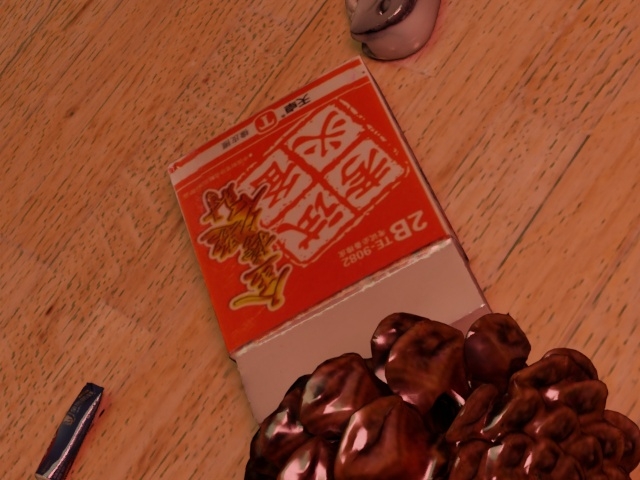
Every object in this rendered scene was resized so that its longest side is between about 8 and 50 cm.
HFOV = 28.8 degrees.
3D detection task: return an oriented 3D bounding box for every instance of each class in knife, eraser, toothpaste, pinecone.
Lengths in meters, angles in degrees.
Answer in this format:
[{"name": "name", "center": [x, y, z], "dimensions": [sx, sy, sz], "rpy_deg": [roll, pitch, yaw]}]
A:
[{"name": "knife", "center": [0.069, -0.247, 0.916], "dimensions": [0.073, 0.040, 0.266], "rpy_deg": [-6, 58, 37]}, {"name": "eraser", "center": [0.000, 0.000, 0.799], "dimensions": [0.157, 0.038, 0.230], "rpy_deg": [-29, 51, 8]}, {"name": "toothpaste", "center": [-0.165, 0.131, 0.813], "dimensions": [0.027, 0.019, 0.083], "rpy_deg": [-5, 55, 53]}, {"name": "pinecone", "center": [0.049, 0.129, 0.601], "dimensions": [0.207, 0.208, 0.208], "rpy_deg": [-13, 56, 20]}]
